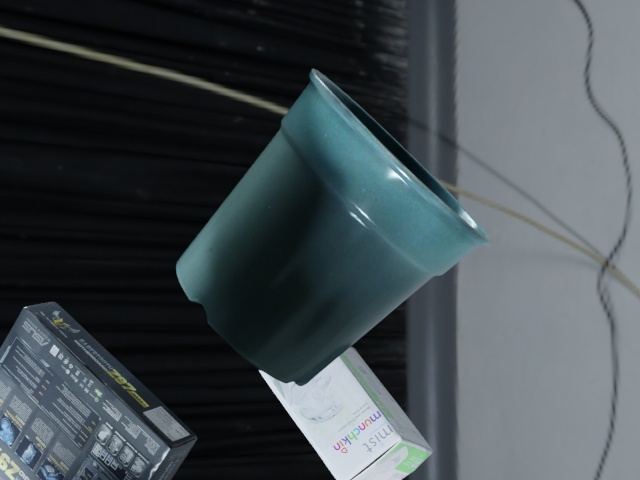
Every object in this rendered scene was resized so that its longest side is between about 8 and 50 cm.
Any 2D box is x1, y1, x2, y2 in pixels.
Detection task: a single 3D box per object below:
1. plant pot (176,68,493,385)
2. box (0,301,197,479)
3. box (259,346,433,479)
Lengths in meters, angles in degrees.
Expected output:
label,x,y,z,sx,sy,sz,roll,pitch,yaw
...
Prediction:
label,x,y,z,sx,sy,sz,roll,pitch,yaw
plant pot,0.000,0.000,1.510,0.334,0.341,0.341,-46,50,8
box,-0.268,0.208,1.174,0.232,0.059,0.183,39,108,18
box,0.046,0.281,1.766,0.127,0.262,0.231,-40,67,3
